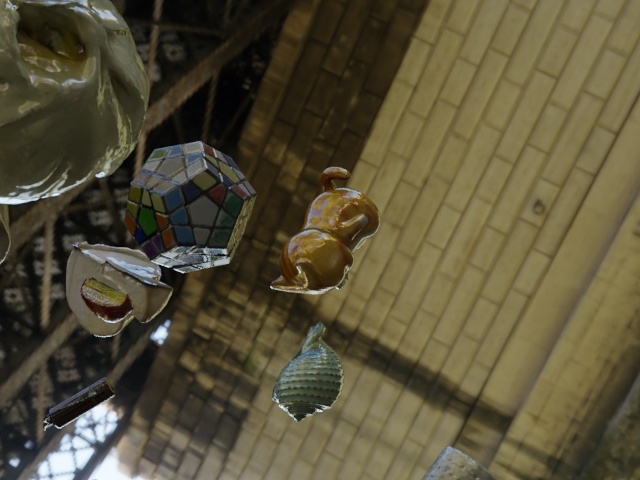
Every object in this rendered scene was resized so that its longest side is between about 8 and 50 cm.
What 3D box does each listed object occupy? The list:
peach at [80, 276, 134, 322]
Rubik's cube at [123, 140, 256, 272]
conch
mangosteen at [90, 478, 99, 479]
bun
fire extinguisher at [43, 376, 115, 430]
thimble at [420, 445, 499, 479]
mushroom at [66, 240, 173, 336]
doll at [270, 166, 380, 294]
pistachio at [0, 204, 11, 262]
[{"bbox_3d":[-0.345,0.097,1.530,0.077,0.083,0.050,-8,39,49],"label":"peach"},{"bbox_3d":[-0.108,-0.027,0.796,0.111,0.111,0.093,-56,-39,-31],"label":"Rubik's cube"},{"bbox_3d":[-0.012,0.282,1.975,0.200,0.131,0.172,-54,-4,-23],"label":"conch"},{"bbox_3d":[-0.365,0.460,1.474,0.180,0.166,0.166,-42,4,38],"label":"mangosteen"},{"bbox_3d":[-0.374,-0.221,1.137,0.219,0.365,0.365,-43,7,47],"label":"bun"},{"bbox_3d":[-0.477,0.320,1.856,0.157,0.045,0.078,-30,-18,-6],"label":"fire extinguisher"},{"bbox_3d":[0.191,0.341,1.286,0.090,0.115,0.102,-50,30,-16],"label":"thimble"},{"bbox_3d":[-0.450,0.122,2.189,0.162,0.236,0.173,-18,-49,-63],"label":"mushroom"},{"bbox_3d":[0.019,0.001,2.021,0.167,0.162,0.270,-55,7,53],"label":"doll"},{"bbox_3d":[-0.639,-0.025,1.668,0.288,0.197,0.166,-23,31,44],"label":"pistachio"}]
